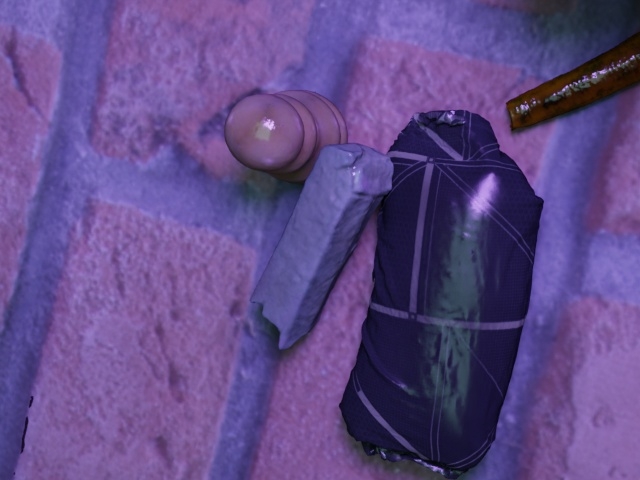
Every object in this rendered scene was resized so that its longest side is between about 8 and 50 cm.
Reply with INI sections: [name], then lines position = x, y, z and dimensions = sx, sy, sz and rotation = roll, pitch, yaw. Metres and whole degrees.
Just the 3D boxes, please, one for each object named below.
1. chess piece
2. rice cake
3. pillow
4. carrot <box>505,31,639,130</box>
[chess piece]
position = -0.034, -0.098, 1.084
dimensions = 0.094, 0.170, 0.094
rotation = 0, 92, 11
[rice cake]
position = 0.000, 0.000, 1.113
dimensions = 0.063, 0.069, 0.207
rotation = 39, 120, 25
[pillow]
position = 0.111, 0.047, 1.103
dimensions = 0.161, 0.092, 0.335
rotation = 11, 95, 16
[carrot]
position = 0.246, -0.148, 1.090
dimensions = 0.170, 0.042, 0.042
rotation = -24, 89, 14
